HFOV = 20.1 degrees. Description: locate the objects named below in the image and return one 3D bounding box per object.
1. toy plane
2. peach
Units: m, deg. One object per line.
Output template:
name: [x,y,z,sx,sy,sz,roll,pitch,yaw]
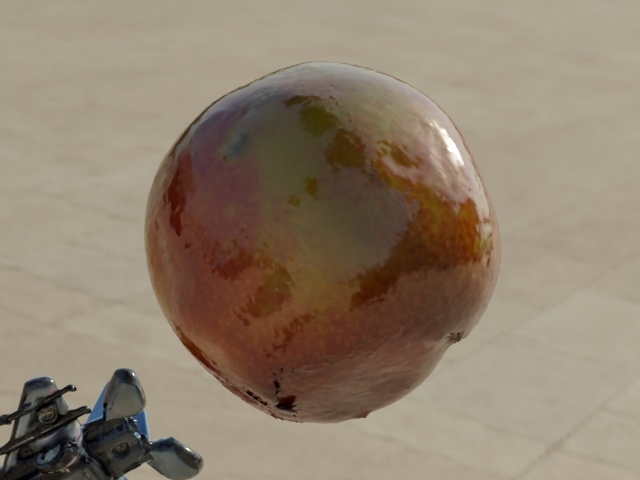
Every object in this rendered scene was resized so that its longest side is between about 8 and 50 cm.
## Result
toy plane: [-0.219,0.192,1.359,0.246,0.169,0.078,-34,33,-2]
peach: [0.000,0.000,1.153,0.231,0.231,0.231,11,13,-3]
